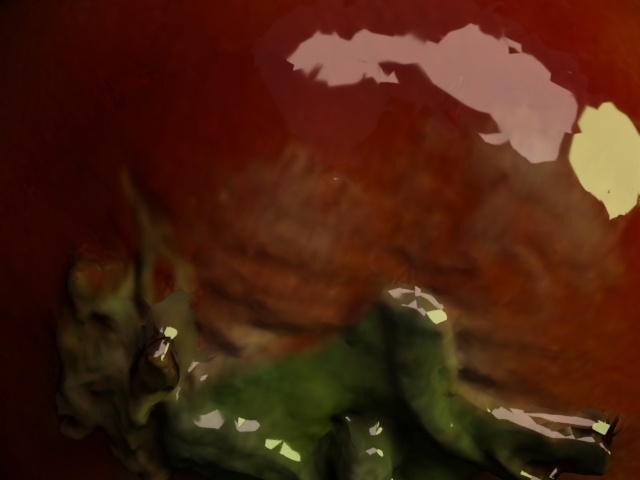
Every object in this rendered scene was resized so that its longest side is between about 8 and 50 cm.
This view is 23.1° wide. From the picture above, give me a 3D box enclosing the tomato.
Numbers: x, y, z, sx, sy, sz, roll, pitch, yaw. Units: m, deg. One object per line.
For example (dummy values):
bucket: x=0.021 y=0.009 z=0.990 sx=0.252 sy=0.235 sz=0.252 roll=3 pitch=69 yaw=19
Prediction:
tomato: x=0.000 y=0.000 z=0.619 sx=0.321 sy=0.321 sz=0.322 roll=17 pitch=47 yaw=-19
